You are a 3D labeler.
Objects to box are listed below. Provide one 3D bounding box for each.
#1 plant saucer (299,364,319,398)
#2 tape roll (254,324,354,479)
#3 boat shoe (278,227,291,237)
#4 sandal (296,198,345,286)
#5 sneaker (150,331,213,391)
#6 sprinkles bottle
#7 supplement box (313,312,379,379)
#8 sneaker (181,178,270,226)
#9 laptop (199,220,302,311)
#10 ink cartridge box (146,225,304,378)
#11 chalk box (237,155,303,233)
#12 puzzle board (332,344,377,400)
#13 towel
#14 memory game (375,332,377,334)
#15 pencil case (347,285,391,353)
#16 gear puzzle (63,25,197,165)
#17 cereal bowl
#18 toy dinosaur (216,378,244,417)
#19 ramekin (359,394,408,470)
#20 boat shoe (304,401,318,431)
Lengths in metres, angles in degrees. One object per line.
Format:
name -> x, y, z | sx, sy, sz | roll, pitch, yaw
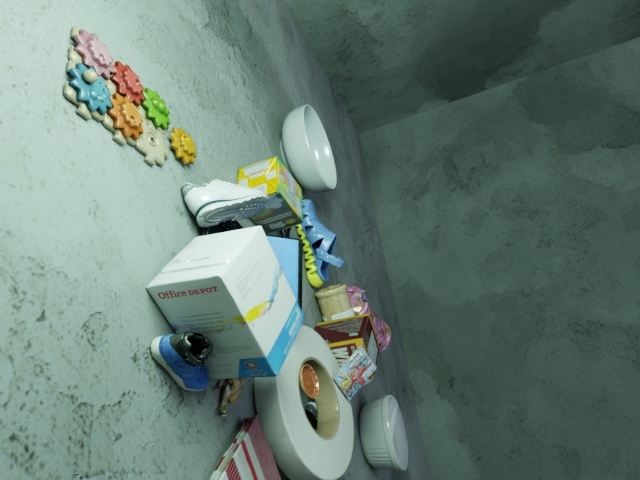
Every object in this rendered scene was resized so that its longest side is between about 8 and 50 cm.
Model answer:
plant saucer -> -0.029, 0.351, 1.107 | 0.083, 0.013, 0.084 | 50, 27, -37
tape roll -> -0.030, 0.415, 1.159 | 0.392, 0.071, 0.392 | 50, 26, -36
boat shoe -> -0.115, -0.049, 1.447 | 0.049, 0.041, 0.133 | 34, 44, -68
sandal -> 0.000, 0.000, 1.611 | 0.126, 0.138, 0.318 | 1, 73, -71
sneaker -> -0.220, 0.214, 0.788 | 0.058, 0.084, 0.152 | -85, 154, -50
sprinkles bottle -> 0.085, 0.339, 1.599 | 0.121, 0.121, 0.356 | -21, 95, -73
supplement box -> 0.073, 0.348, 1.428 | 0.194, 0.191, 0.129 | -53, 127, -70
sneaker -> -0.210, -0.101, 1.034 | 0.095, 0.090, 0.235 | 50, 28, 16
laptop -> -0.158, 0.028, 1.068 | 0.264, 0.136, 0.235 | 57, 23, -46
ink cartridge box -> -0.168, 0.119, 0.851 | 0.233, 0.171, 0.168 | 68, 29, -25
chalk box -> -0.132, -0.115, 1.292 | 0.213, 0.132, 0.132 | 52, 27, -54
puzzle board -> 0.101, 0.380, 1.283 | 0.128, 0.011, 0.096 | -43, 112, -25
towel -> -0.153, 0.522, 0.820 | 0.329, 0.037, 0.237 | -49, 124, -69
memory game -> 0.160, 0.426, 1.742 | 0.186, 0.012, 0.186 | -27, 132, -35
pencil case -> 0.172, 0.335, 1.835 | 0.160, 0.167, 0.386 | 45, -7, 41
gear puzzle -> -0.342, -0.245, 0.878 | 0.339, 0.044, 0.176 | 44, 35, -60
cereal bowl -> -0.058, -0.336, 1.712 | 0.339, 0.141, 0.340 | -16, 90, -73
toy dinosaur -> -0.178, 0.293, 0.945 | 0.183, 0.053, 0.093 | -39, 127, -64
ramekin -> 0.242, 0.747, 1.731 | 0.273, 0.127, 0.273 | -15, 90, -73
boat shoe -> -0.012, 0.527, 1.255 | 0.040, 0.049, 0.142 | -23, 92, -65
